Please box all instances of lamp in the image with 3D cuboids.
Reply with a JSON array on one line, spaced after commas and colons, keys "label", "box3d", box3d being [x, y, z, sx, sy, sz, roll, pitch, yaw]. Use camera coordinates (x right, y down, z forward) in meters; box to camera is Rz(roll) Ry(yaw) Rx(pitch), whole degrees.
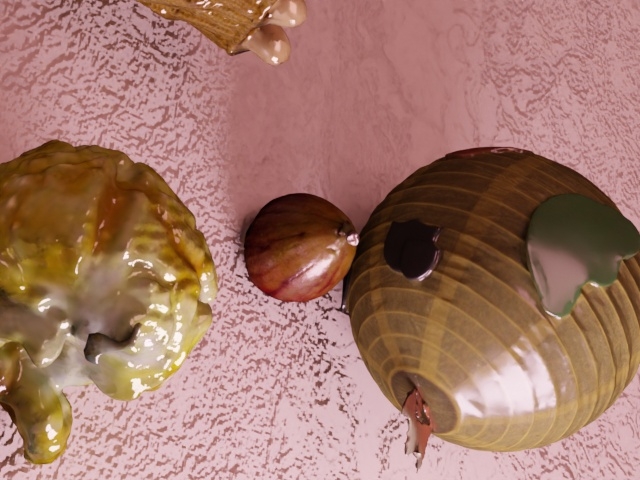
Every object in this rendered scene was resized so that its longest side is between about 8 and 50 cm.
[{"label": "lamp", "box3d": [0.127, 0.066, 1.531, 0.250, 0.250, 0.284, 52, 55, -22]}]

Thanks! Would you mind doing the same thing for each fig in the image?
[{"label": "fig", "box3d": [0.000, 0.000, 1.493, 0.089, 0.125, 0.088, 12, 71, -39]}]

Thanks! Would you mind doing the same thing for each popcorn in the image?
[{"label": "popcorn", "box3d": [-0.164, 0.044, 1.282, 0.198, 0.198, 0.212, 32, 90, -35]}]

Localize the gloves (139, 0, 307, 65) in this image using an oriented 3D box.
[{"label": "gloves", "box3d": [-0.133, -0.274, 1.419, 0.356, 0.155, 0.203, 51, 38, -1]}]
